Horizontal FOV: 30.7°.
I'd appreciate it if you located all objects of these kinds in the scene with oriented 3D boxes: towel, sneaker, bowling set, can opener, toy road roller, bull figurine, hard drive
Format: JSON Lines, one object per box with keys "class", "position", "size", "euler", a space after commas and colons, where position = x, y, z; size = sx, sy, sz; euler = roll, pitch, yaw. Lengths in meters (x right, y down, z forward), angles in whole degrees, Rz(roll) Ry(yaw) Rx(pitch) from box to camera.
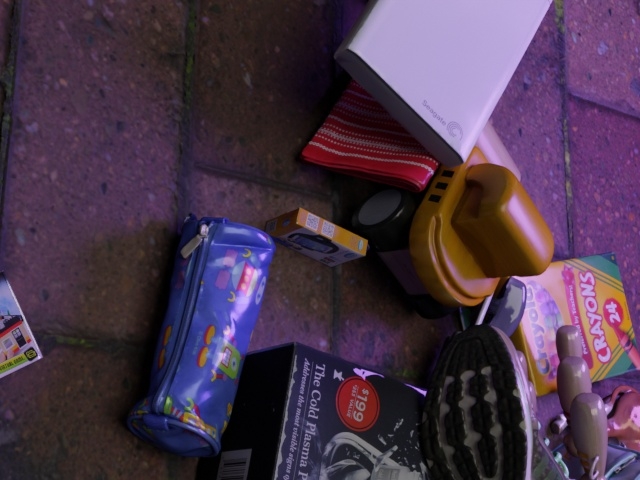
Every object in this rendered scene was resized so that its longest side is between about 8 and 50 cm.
{"class": "towel", "position": [0.110, -0.187, 1.692], "size": [0.274, 0.199, 0.031], "euler": [-59, 152, -33]}
{"class": "sneaker", "position": [0.252, 0.303, 1.477], "size": [0.182, 0.158, 0.410], "euler": [-10, 87, -53]}
{"class": "bowling set", "position": [0.295, 0.244, 1.650], "size": [0.287, 0.200, 0.154], "euler": [-70, 153, -68]}
{"class": "can opener", "position": [0.225, 0.172, 1.699], "size": [0.095, 0.076, 0.283], "euler": [24, 73, -2]}
{"class": "toy road roller", "position": [0.227, -0.050, 1.678], "size": [0.202, 0.241, 0.329], "euler": [53, 51, -29]}
{"class": "bull figurine", "position": [0.487, 0.390, 1.859], "size": [0.188, 0.101, 0.310], "euler": [-6, 77, -32]}
{"class": "hard drive", "position": [0.186, -0.308, 1.635], "size": [0.233, 0.047, 0.353], "euler": [42, 61, -21]}

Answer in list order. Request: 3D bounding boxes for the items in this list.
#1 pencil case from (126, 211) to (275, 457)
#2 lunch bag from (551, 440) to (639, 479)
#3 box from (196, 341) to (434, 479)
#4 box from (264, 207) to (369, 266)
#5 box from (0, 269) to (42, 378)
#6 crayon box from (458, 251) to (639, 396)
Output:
{"class": "pencil case", "position": [-0.146, 0.111, 1.445], "size": [0.133, 0.119, 0.306], "euler": [49, 48, -52]}
{"class": "lunch bag", "position": [0.355, 0.398, 1.649], "size": [0.279, 0.224, 0.108], "euler": [-41, 101, -16]}
{"class": "box", "position": [0.016, 0.340, 1.470], "size": [0.313, 0.179, 0.343], "euler": [23, 65, -32]}
{"class": "box", "position": [0.000, 0.000, 1.612], "size": [0.136, 0.081, 0.028], "euler": [27, 63, -28]}
{"class": "box", "position": [-0.416, 0.120, 1.278], "size": [0.207, 0.036, 0.114], "euler": [-27, 94, -46]}
{"class": "crayon box", "position": [0.364, 0.137, 1.850], "size": [0.319, 0.081, 0.202], "euler": [-8, 83, -38]}
